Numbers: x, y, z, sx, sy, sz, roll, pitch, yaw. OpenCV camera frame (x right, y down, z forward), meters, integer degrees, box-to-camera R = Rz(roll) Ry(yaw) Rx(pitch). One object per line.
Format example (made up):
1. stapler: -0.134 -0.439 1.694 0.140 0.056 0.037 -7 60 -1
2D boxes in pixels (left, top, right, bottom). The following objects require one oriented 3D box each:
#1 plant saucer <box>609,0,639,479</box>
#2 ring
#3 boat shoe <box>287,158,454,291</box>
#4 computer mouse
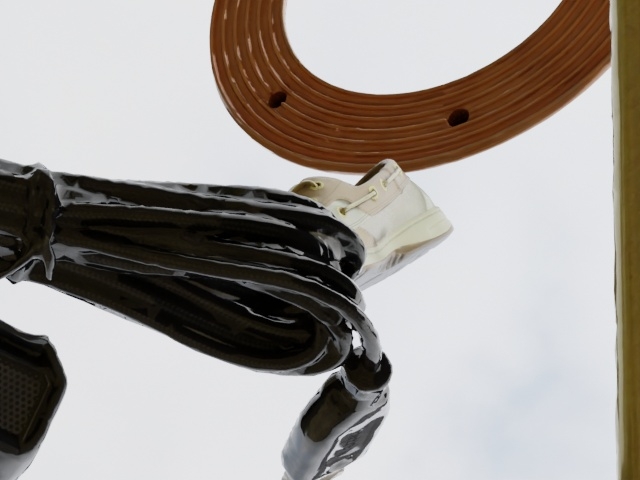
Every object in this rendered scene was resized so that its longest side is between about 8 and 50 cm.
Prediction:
1. plant saucer: 0.167 -0.069 0.293 0.332 0.081 0.333 123 -20 -48
2. ring: 0.079 -0.178 1.143 0.337 0.032 0.336 -15 -129 19
3. boat shoe: 0.000 0.000 0.630 0.050 0.135 0.045 -37 -97 29
4. computer mouse: -0.084 0.044 0.472 0.262 0.184 0.060 115 -17 -52
